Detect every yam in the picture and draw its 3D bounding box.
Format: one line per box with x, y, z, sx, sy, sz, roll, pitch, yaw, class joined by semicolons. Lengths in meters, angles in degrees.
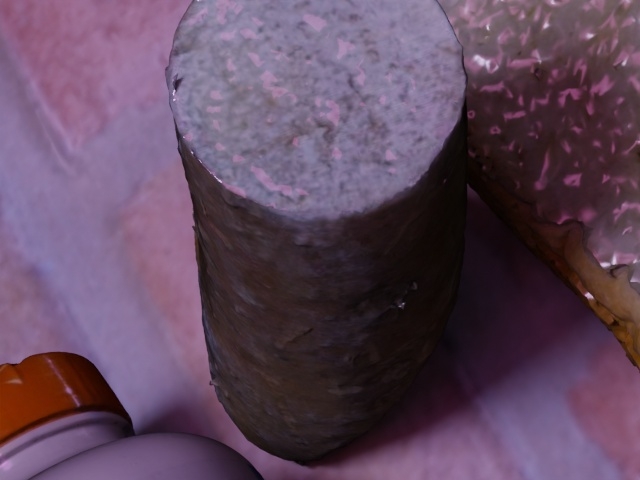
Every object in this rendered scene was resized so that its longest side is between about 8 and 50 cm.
0.000;0.000;0.689;0.106;0.259;0.106;0;66;1;yam

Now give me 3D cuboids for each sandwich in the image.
0.181;-0.048;0.699;0.249;0.095;0.273;-40;64;4;sandwich

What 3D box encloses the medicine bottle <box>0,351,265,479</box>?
-0.052;0.178;0.700;0.157;0.157;0.288;-41;65;8;medicine bottle
